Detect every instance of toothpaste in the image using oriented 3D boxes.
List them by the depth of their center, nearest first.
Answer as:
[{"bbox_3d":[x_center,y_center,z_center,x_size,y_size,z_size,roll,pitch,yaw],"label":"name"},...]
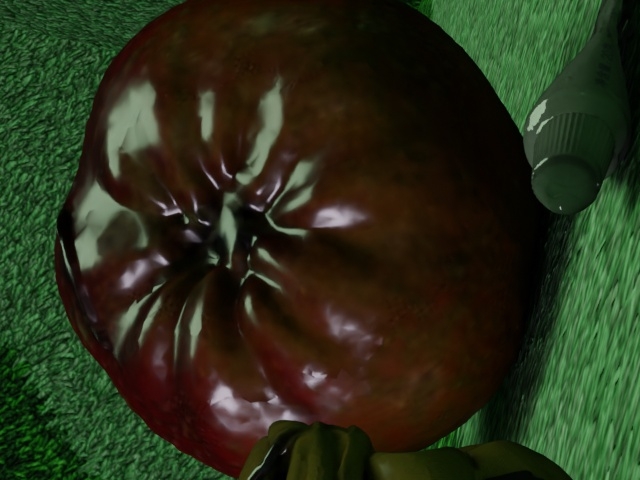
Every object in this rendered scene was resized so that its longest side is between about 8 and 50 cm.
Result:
[{"bbox_3d":[0.176,-0.096,1.210,0.099,0.068,0.282,-41,11,30],"label":"toothpaste"}]

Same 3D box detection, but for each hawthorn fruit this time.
[{"bbox_3d":[0.000,0.000,1.466,0.403,0.403,0.403,-167,90,-88],"label":"hawthorn fruit"}]

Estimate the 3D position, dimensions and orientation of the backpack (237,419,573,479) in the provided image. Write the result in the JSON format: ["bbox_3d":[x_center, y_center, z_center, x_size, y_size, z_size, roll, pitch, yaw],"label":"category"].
[{"bbox_3d":[0.026,0.275,0.867,0.353,0.201,0.378,-81,6,-45],"label":"backpack"}]
